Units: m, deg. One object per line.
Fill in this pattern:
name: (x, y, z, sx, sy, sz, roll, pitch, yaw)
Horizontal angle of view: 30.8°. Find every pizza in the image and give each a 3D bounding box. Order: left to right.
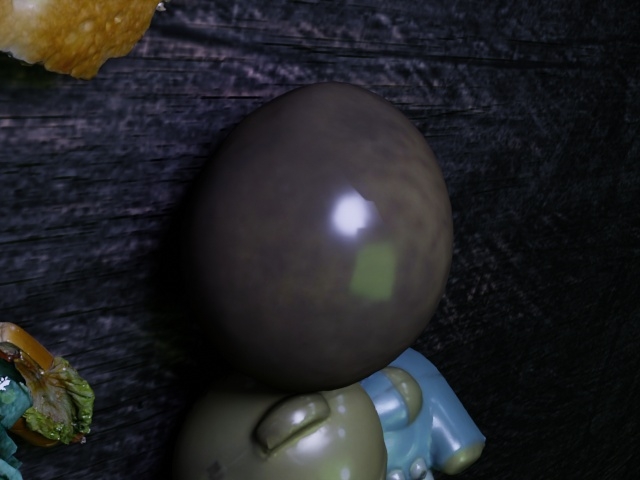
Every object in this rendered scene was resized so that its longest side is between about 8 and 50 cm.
pizza: (-0.112, -0.171, 0.607, 0.271, 0.056, 0.134, -52, 146, -21)

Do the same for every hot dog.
hot dog: (-0.178, 0.095, 0.725, 0.056, 0.041, 0.133, -52, 148, -18)

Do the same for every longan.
longan: (0.000, 0.000, 0.787, 0.198, 0.198, 0.212, 17, 98, -60)

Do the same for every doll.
doll: (-0.003, 0.168, 0.932, 0.177, 0.161, 0.260, -43, 160, 26)

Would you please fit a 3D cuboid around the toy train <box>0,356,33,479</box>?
toy train: (-0.266, 0.149, 0.547, 0.307, 0.126, 0.189, -47, 146, -25)
